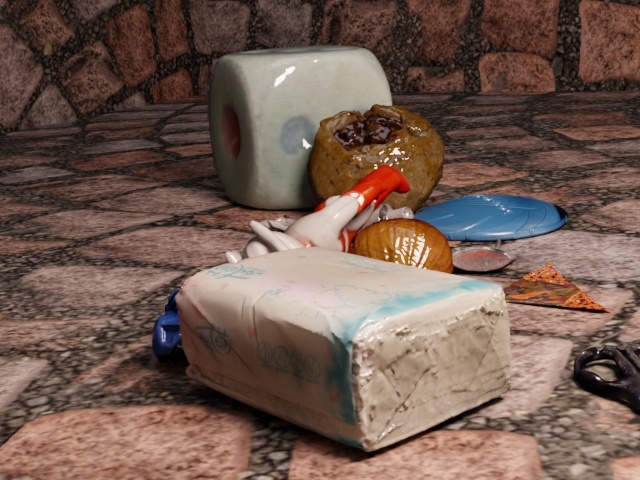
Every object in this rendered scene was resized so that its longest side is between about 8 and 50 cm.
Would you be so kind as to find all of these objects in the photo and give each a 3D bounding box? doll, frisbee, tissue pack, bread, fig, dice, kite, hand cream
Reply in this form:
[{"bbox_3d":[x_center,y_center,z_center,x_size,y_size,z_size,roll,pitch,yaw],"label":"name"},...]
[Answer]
[{"bbox_3d":[0.000,0.000,1.399,0.099,0.188,0.384,43,25,9],"label":"doll"},{"bbox_3d":[0.254,-0.044,1.745,0.242,0.045,0.242,-4,14,1],"label":"frisbee"},{"bbox_3d":[0.019,0.088,1.069,0.201,0.124,0.271,-10,13,-39],"label":"tissue pack"},{"bbox_3d":[0.083,-0.130,1.827,0.230,0.123,0.230,-10,42,9],"label":"bread"},{"bbox_3d":[0.097,0.050,1.318,0.119,0.152,0.119,-5,-25,-2],"label":"fig"},{"bbox_3d":[-0.038,-0.205,2.030,0.263,0.264,0.268,-9,13,-21],"label":"dice"},{"bbox_3d":[0.253,0.061,1.363,0.125,0.008,0.222,-5,13,-6],"label":"kite"},{"bbox_3d":[0.027,-0.026,1.717,0.257,0.050,0.084,-2,10,34],"label":"hand cream"}]

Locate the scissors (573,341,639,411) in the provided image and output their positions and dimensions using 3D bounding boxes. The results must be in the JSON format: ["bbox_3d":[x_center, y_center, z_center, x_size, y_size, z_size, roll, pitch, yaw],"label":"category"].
[{"bbox_3d":[0.290,0.143,0.972,0.109,0.022,0.300,-7,13,2],"label":"scissors"}]

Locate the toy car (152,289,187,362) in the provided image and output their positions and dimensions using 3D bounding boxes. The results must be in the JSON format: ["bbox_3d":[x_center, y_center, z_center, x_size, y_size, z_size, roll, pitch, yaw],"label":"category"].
[{"bbox_3d":[-0.128,0.080,1.262,0.103,0.063,0.216,-4,13,-1],"label":"toy car"}]

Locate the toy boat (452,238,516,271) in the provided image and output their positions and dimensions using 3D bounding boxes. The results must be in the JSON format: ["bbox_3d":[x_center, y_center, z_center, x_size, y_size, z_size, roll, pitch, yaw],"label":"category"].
[{"bbox_3d":[0.212,0.020,1.524,0.096,0.034,0.122,-1,5,11],"label":"toy boat"}]
